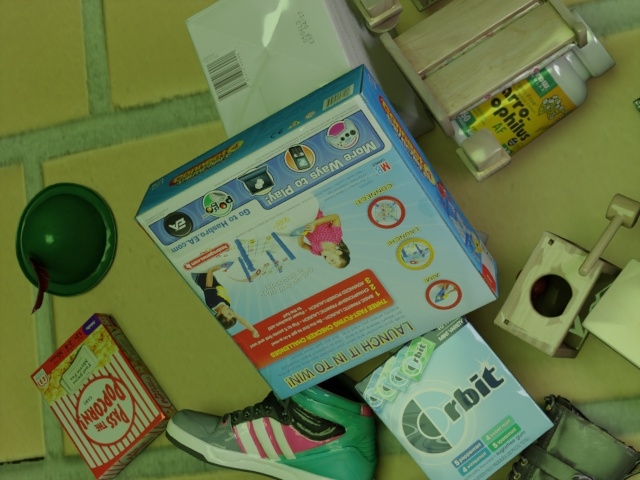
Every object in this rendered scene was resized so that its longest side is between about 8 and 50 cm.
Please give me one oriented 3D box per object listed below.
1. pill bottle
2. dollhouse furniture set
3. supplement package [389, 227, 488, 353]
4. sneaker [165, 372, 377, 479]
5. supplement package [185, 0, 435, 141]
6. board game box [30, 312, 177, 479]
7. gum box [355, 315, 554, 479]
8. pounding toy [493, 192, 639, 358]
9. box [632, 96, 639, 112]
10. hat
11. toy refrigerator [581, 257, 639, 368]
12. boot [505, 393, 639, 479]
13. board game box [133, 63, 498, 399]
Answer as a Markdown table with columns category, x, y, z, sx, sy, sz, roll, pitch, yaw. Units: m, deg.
| category | x | y | z | sx | sy | sz | roll | pitch | yaw |
| --- | --- | --- | --- | --- | --- | --- | --- | --- | --- |
| pill bottle | 0.256 | -0.190 | 1.539 | 0.208 | 0.117 | 0.117 | -36 | 71 | 16 |
| dollhouse furniture set | 0.234 | -0.262 | 1.497 | 0.303 | 0.174 | 0.355 | -32 | 66 | 2 |
| supplement package | 0.130 | 0.059 | 1.576 | 0.105 | 0.105 | 0.179 | 15 | 90 | 25 |
| sneaker | -0.056 | 0.219 | 1.630 | 0.296 | 0.124 | 0.178 | 12 | 95 | 17 |
| supplement package | -0.005 | -0.206 | 1.560 | 0.175 | 0.293 | 0.177 | -26 | 74 | 19 |
| board game box | -0.312 | 0.225 | 1.789 | 0.147 | 0.045 | 0.193 | -44 | 70 | 14 |
| gum box | 0.159 | 0.196 | 1.485 | 0.157 | 0.041 | 0.184 | -40 | 86 | 4 |
| pounding toy | 0.292 | 0.028 | 1.465 | 0.094 | 0.181 | 0.206 | 31 | 97 | 24 |
| box | 0.435 | -0.165 | 1.510 | 0.083 | 0.018 | 0.067 | -36 | 72 | 17 |
| hat | -0.409 | -0.006 | 1.780 | 0.209 | 0.183 | 0.173 | 21 | 93 | 24 |
| toy refrigerator | 0.446 | 0.144 | 1.435 | 0.269 | 0.094 | 0.102 | 37 | 93 | 22 |
| boot | 0.245 | 0.293 | 1.522 | 0.263 | 0.091 | 0.229 | 25 | 89 | 20 |
| board game box | 0.000 | 0.000 | 1.440 | 0.308 | 0.086 | 0.302 | -27 | 115 | 20 |
